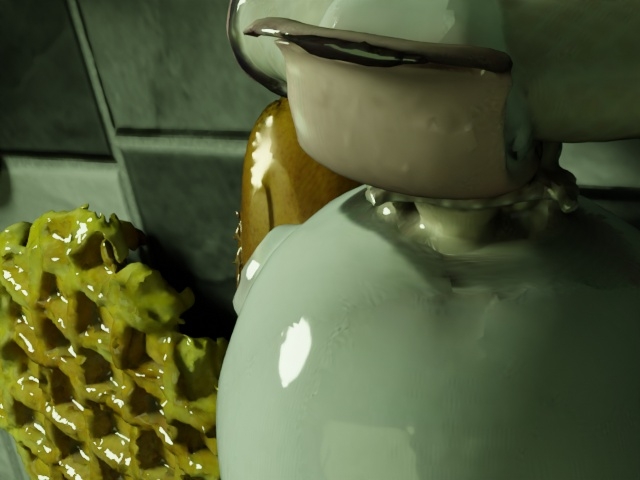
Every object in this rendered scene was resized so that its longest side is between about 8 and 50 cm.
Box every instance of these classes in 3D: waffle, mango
[{"bbox_3d":[-0.135,0.130,1.125,0.325,0.068,0.302,57,141,0],"label":"waffle"},{"bbox_3d":[-0.002,0.003,0.889,0.105,0.084,0.159,10,121,37],"label":"mango"}]

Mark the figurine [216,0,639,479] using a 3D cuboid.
[{"bbox_3d":[0.051,0.039,0.749,0.253,0.211,0.361,19,126,35],"label":"figurine"}]
